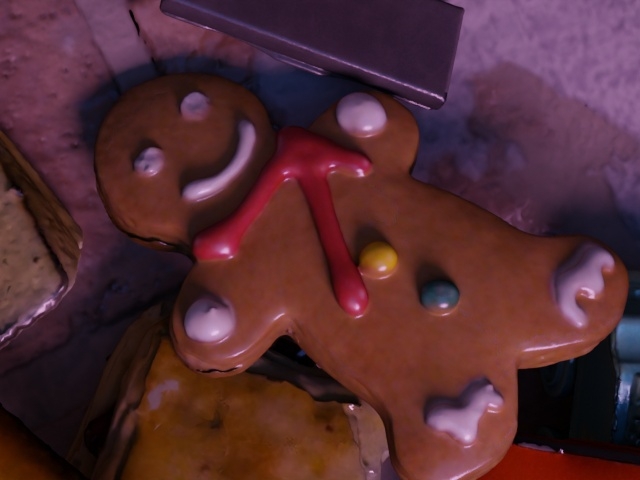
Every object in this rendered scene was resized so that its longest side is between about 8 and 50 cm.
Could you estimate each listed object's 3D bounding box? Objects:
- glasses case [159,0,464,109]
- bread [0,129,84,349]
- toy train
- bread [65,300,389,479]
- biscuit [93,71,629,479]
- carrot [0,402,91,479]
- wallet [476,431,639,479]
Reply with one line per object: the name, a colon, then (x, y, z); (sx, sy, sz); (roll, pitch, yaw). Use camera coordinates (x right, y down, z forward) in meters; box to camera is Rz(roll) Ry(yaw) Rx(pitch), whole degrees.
glasses case: (-0.004, -0.145, 0.894); (0.191, 0.042, 0.072); (19, 67, -10)
bread: (-0.287, 0.017, 0.845); (0.240, 0.135, 0.178); (-37, 104, 2)
toy train: (0.205, 0.126, 0.912); (0.112, 0.163, 0.203); (1, 100, -9)
bread: (-0.046, 0.258, 0.891); (0.314, 0.191, 0.370); (25, 94, -10)
biscuit: (0.000, 0.000, 0.844); (0.340, 0.047, 0.216); (36, 70, 18)
carrot: (-0.222, 0.113, 0.748); (0.302, 0.114, 0.114); (42, 93, -4)
wallet: (0.145, 0.218, 0.823); (0.142, 0.045, 0.204); (6, 98, 25)
